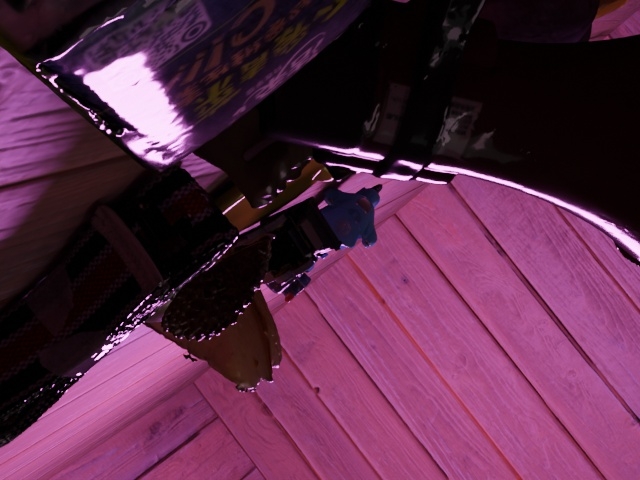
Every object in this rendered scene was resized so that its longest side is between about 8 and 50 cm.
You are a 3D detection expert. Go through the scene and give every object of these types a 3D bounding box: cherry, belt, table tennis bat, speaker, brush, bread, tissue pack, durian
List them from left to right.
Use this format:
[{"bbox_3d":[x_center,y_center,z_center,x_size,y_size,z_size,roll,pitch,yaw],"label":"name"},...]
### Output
[{"bbox_3d":[-0.225,0.072,0.872,0.359,0.094,0.126,-39,175,19],"label":"belt"},{"bbox_3d":[-0.139,0.104,1.119,0.135,0.178,0.240,-25,175,8],"label":"bread"},{"bbox_3d":[-0.054,-0.121,0.462,0.173,0.073,0.235,-38,175,-1],"label":"tissue pack"},{"bbox_3d":[-0.084,0.044,0.827,0.130,0.052,0.066,-41,-178,6],"label":"durian"},{"bbox_3d":[-0.018,-0.086,1.177,0.369,0.054,0.224,-30,174,-34],"label":"table tennis bat"},{"bbox_3d":[-0.013,-0.108,0.881,0.071,0.084,0.301,-43,179,33],"label":"brush"},{"bbox_3d":[0.160,-0.209,0.833,0.176,0.140,0.176,-13,169,-3],"label":"cherry"},{"bbox_3d":[0.142,-0.120,0.680,0.329,0.198,0.259,12,147,-18],"label":"speaker"}]

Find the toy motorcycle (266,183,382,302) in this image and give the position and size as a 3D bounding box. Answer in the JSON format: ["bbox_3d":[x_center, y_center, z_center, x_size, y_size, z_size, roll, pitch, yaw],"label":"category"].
[{"bbox_3d":[0.000,0.000,1.670,0.272,0.123,0.182,-40,-175,15],"label":"toy motorcycle"}]

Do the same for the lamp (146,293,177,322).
[{"bbox_3d":[-0.204,0.053,0.974,0.163,0.091,0.091,-24,180,19],"label":"lamp"}]

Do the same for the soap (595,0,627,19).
[{"bbox_3d":[0.325,-0.321,1.215,0.037,0.092,0.252,-44,172,36],"label":"soap"}]

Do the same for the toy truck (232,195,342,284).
[{"bbox_3d":[-0.062,0.010,1.285,0.192,0.083,0.092,-23,-166,43],"label":"toy truck"}]
